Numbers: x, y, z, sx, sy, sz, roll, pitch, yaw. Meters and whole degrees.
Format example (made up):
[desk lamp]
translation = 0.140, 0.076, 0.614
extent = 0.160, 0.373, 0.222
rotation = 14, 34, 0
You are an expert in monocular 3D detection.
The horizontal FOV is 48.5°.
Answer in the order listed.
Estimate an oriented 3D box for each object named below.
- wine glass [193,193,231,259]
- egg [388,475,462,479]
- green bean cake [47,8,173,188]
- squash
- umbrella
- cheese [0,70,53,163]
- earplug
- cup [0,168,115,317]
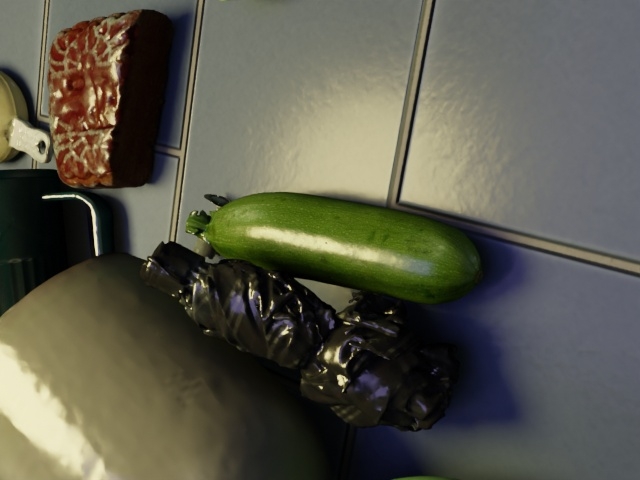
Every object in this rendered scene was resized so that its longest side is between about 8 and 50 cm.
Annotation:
[wine glass]
translation = -0.144, -0.017, 0.927
extent = 0.083, 0.042, 0.039
rotation = -67, 31, 22
[egg]
translation = 0.114, 0.339, 0.672
extent = 0.269, 0.220, 0.221
rotation = 9, 99, 37
[green bean cake]
translation = -0.289, -0.187, 0.977
extent = 0.198, 0.097, 0.233
rotation = 4, 96, 34
[squash]
translation = 0.000, 0.000, 0.794
extent = 0.378, 0.101, 0.101
rotation = 8, 99, 33
[umbrella]
translation = -0.020, 0.093, 0.751
extent = 0.336, 0.128, 0.154
rotation = 22, 152, 9
[cheese]
translation = -0.511, -0.204, 1.144
extent = 0.248, 0.070, 0.164
rotation = 3, 97, 35
[earplug]
translation = -0.175, 0.244, 0.813
extent = 0.394, 0.312, 0.313
rotation = 35, 113, 25
[cup]
translation = -0.471, 0.046, 1.072
extent = 0.242, 0.307, 0.292
rotation = -179, 83, -67
